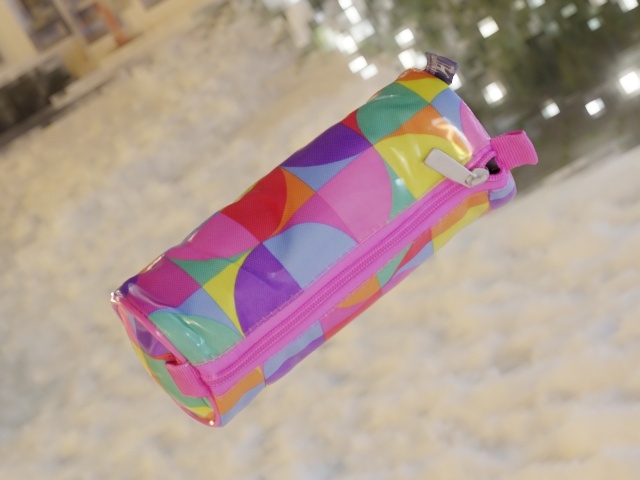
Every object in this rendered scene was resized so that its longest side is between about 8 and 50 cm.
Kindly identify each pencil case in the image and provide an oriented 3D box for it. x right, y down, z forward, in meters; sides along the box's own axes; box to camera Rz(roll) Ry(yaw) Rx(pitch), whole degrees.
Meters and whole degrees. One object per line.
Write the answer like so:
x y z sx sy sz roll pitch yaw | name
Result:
0.000 0.000 1.061 0.236 0.104 0.104 -38 10 -12 | pencil case
